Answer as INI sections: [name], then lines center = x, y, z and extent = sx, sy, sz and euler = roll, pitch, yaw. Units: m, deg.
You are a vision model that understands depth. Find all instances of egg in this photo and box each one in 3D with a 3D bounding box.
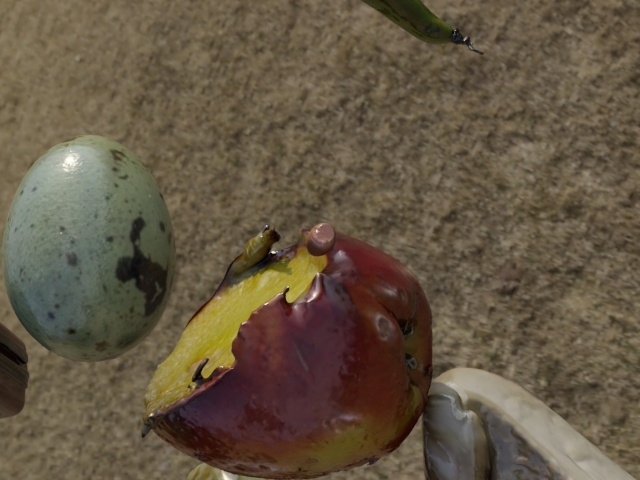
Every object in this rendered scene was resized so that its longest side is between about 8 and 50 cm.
[egg]
center = -0.388, 0.014, 1.677
extent = 0.287, 0.287, 0.379
euler = -14, 79, 43

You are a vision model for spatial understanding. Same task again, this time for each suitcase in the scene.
[suitcase]
center = -0.658, 0.217, 1.738
extent = 0.236, 0.297, 0.161
euler = -8, 65, 3

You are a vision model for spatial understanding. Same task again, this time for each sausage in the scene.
[sausage]
center = 0.000, 0.000, 1.198
extent = 0.083, 0.034, 0.034
euler = 131, 148, -79

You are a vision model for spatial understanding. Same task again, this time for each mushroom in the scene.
[mushroom]
center = 0.271, 0.396, 1.512
extent = 0.397, 0.224, 0.314
euler = 42, 112, 5

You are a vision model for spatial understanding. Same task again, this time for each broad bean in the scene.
[broad bean]
center = 0.127, -0.390, 1.606
extent = 0.075, 0.325, 0.067
euler = -33, 38, 37

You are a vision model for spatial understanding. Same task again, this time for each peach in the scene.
[peach]
center = -0.056, 0.173, 1.392
extent = 0.416, 0.339, 0.353
euler = -3, 116, 16

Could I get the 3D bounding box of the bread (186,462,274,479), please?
[bread]
center = -0.115, 0.610, 1.908
extent = 0.210, 0.300, 0.341
euler = -43, 44, 16
